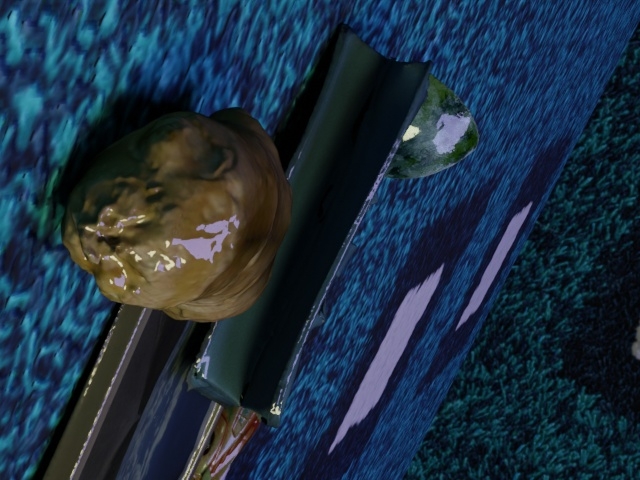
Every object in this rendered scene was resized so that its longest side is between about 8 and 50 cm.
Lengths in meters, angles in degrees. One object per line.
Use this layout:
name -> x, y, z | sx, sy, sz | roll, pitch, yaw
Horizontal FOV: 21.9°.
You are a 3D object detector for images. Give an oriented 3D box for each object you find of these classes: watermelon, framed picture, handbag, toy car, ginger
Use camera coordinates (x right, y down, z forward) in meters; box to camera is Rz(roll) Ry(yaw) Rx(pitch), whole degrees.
watermelon -> 0.062, -0.081, 1.154 | 0.061, 0.085, 0.085 | -103, -148, -59
framed picture -> -0.092, 0.092, 0.903 | 0.189, 0.023, 0.260 | -65, 169, 6
handbag -> 0.000, 0.000, 0.942 | 0.144, 0.057, 0.221 | 68, 45, -79
toy car -> -0.055, 0.110, 1.078 | 0.122, 0.035, 0.059 | -56, 164, -19
ginger -> -0.053, -0.008, 0.694 | 0.095, 0.069, 0.190 | -46, 171, 6
